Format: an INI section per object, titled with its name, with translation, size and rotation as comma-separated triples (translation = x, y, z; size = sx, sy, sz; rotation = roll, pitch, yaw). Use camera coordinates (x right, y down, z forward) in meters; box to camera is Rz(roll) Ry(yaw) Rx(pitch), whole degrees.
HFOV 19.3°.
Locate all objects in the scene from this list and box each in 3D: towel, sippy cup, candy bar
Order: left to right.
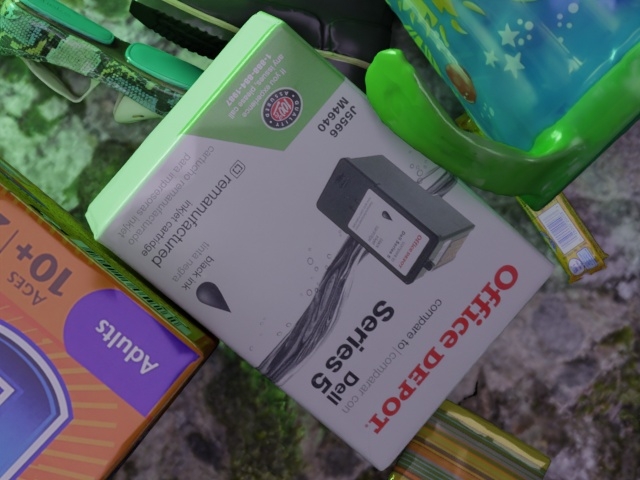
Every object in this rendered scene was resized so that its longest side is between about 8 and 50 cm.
[towel]
translation = 0.073, 0.239, 1.399
size = 0.102, 0.021, 0.237
rotation = 30, 77, 5
[candy bar]
translation = 0.163, -0.038, 1.434
size = 0.040, 0.018, 0.161
rotation = -34, 89, 1
[sippy cup]
translation = 0.160, -0.178, 1.335
size = 0.224, 0.305, 0.240
rotation = 46, 110, 4

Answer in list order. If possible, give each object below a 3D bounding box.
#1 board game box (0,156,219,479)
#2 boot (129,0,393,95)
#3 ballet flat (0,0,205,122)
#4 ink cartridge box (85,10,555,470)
[board game box]
translation = -0.317, 0.094, 1.249
size = 0.356, 0.356, 0.356
rotation = 39, 88, 0
[boot]
translation = -0.033, -0.197, 1.416
size = 0.198, 0.077, 0.137
rotation = 19, 83, -14
[ballet flat]
translation = -0.158, -0.126, 1.416
size = 0.188, 0.070, 0.070
rotation = 27, 87, 2
[ink cartridge box]
translation = 0.000, 0.000, 1.346
size = 0.273, 0.115, 0.198
rotation = 40, 90, -15
